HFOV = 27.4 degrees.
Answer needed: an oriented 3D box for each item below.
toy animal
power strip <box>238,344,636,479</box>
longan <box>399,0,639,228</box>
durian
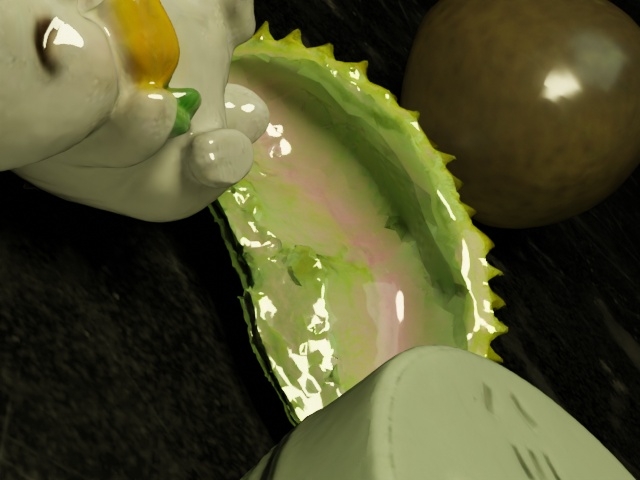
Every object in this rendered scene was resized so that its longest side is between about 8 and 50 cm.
[{"bbox_3d":[-0.159,-0.085,0.671,0.325,0.154,0.208,-28,99,-49],"label":"toy animal"},{"bbox_3d":[0.095,0.228,0.599,0.357,0.161,0.357,42,21,-20],"label":"power strip"},{"bbox_3d":[0.220,-0.155,1.420,0.288,0.288,0.350,46,9,-9],"label":"longan"},{"bbox_3d":[0.000,0.000,0.845,0.169,0.158,0.352,-1,56,-50],"label":"durian"}]
